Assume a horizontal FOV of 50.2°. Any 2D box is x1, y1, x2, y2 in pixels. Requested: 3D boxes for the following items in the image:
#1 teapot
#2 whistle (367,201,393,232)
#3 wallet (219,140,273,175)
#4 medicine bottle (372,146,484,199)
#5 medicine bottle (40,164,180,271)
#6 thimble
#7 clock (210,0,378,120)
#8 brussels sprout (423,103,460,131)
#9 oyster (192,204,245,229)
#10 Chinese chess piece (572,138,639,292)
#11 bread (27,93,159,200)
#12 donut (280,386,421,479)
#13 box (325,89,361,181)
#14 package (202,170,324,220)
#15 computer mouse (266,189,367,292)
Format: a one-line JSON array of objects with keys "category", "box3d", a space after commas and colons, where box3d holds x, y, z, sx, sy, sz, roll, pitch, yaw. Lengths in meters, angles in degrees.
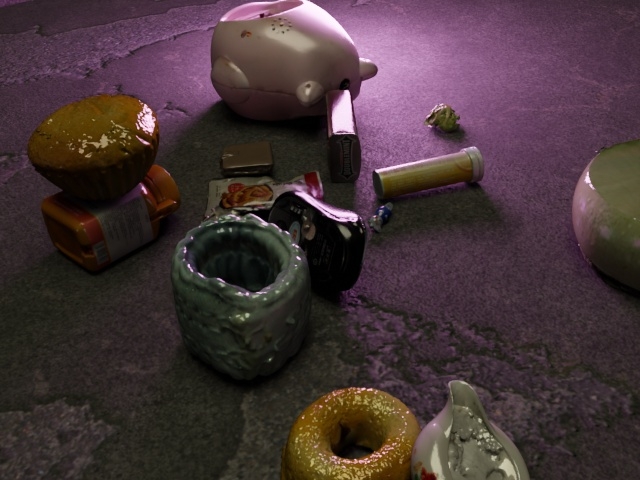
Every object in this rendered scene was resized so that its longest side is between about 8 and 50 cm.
[{"category": "teapot", "box3d": [0.173, 0.279, 0.776, 0.145, 0.092, 0.226, -3, 55, -25]}, {"category": "whistle", "box3d": [0.118, -0.046, 1.302, 0.033, 0.029, 0.083, 42, 51, -2]}, {"category": "wallet", "box3d": [-0.161, -0.178, 1.493, 0.118, 0.038, 0.152, -4, 29, -2]}, {"category": "medicine bottle", "box3d": [0.217, -0.133, 1.383, 0.218, 0.073, 0.074, -13, 37, -11]}, {"category": "medicine bottle", "box3d": [-0.380, -0.053, 1.274, 0.149, 0.112, 0.222, 26, 45, 35]}, {"category": "thimble", "box3d": [-0.115, 0.077, 1.022, 0.205, 0.171, 0.250, -6, 34, -8]}, {"category": "clock", "box3d": [-0.079, -0.450, 1.692, 0.377, 0.250, 0.368, 27, 45, 36]}, {"category": "brussels sprout", "box3d": [0.294, -0.295, 1.619, 0.085, 0.058, 0.085, 11, 25, -5]}, {"category": "oyster", "box3d": [-0.182, -0.010, 1.251, 0.108, 0.053, 0.166, 38, 38, 9]}, {"category": "Chinese chess piece", "box3d": [0.609, -0.039, 1.155, 0.350, 0.146, 0.349, -2, 36, 1]}, {"category": "bread", "box3d": [-0.396, -0.164, 1.213, 0.240, 0.139, 0.240, -3, 34, 2]}, {"category": "donut", "box3d": [0.042, 0.257, 0.840, 0.190, 0.074, 0.174, -19, 38, -22]}, {"category": "box", "box3d": [0.046, -0.232, 1.492, 0.069, 0.120, 0.224, -3, 34, 0]}, {"category": "package", "box3d": [-0.114, -0.093, 1.382, 0.240, 0.030, 0.154, -5, 33, -1]}, {"category": "computer mouse", "box3d": [0.000, 0.000, 1.162, 0.096, 0.137, 0.233, -7, 28, -41]}]
